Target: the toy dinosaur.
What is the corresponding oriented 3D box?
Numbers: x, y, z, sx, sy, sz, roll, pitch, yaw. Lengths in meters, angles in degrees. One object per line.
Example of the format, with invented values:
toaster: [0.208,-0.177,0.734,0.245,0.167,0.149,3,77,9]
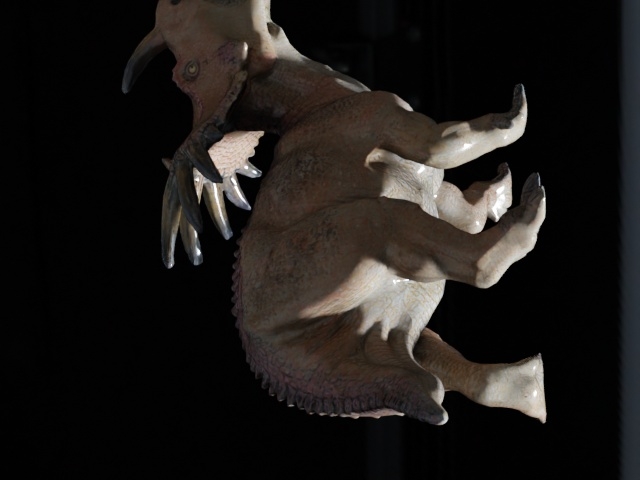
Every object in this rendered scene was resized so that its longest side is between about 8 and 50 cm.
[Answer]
toy dinosaur: [0.000,0.000,0.664,0.296,0.200,0.127,-91,176,-45]
